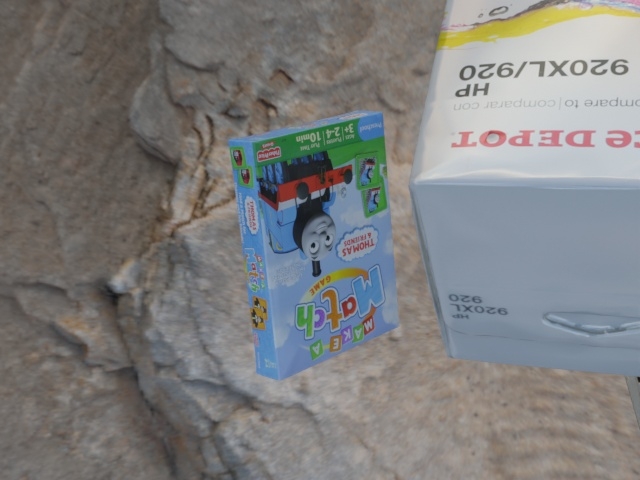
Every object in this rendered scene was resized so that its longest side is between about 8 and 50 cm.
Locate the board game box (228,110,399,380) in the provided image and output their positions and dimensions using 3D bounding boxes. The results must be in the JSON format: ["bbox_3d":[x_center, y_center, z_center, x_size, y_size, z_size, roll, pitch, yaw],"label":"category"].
[{"bbox_3d":[0.000,0.000,0.903,0.039,0.160,0.211,10,112,44],"label":"board game box"}]

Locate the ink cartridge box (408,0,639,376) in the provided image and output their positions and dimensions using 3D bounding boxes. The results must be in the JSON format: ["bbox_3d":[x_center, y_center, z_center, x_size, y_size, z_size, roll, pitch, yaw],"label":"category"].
[{"bbox_3d":[0.158,-0.065,0.544,0.171,0.168,0.232,2,54,18],"label":"ink cartridge box"}]

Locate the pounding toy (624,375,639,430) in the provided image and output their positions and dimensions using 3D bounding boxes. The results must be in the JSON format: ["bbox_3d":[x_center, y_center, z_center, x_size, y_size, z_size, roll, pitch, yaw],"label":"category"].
[{"bbox_3d":[0.313,0.123,0.863,0.094,0.181,0.205,-18,84,37],"label":"pounding toy"}]
